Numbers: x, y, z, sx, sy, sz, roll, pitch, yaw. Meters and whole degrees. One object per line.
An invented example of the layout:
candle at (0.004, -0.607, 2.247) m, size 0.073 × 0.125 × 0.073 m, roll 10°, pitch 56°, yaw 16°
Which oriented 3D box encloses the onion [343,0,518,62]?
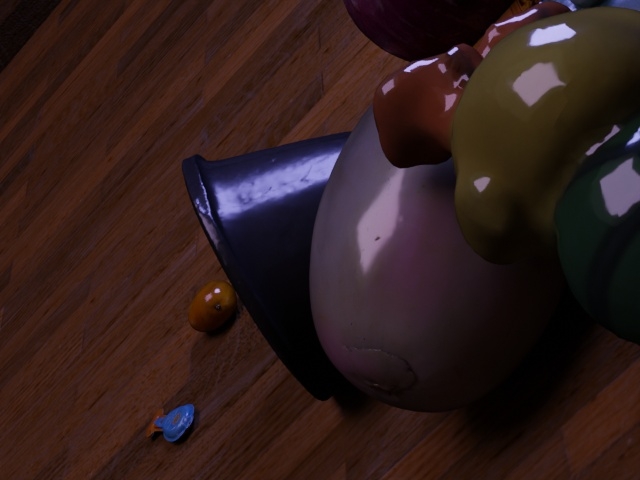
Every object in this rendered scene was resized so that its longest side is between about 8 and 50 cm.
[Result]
onion at (0.136, -0.299, 1.904) m, size 0.230 × 0.272 × 0.256 m, roll -130°, pitch 43°, yaw -75°

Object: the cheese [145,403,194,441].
cheese at (-0.168, 0.204, 2.111) m, size 0.111 × 0.017 × 0.047 m, roll -9°, pitch 47°, yaw 61°

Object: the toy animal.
toy animal at (0.209, -0.061, 1.352) m, size 0.216 × 0.191 × 0.338 m, roll -28°, pitch 51°, yaw -24°

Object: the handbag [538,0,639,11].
handbag at (0.324, -0.223, 1.503) m, size 0.269 × 0.100 × 0.274 m, roll -52°, pitch 39°, yaw 6°

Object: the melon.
melon at (0.107, -0.010, 1.578) m, size 0.223 × 0.223 × 0.317 m, roll -20°, pitch 42°, yaw 55°

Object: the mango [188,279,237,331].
mango at (-0.126, 0.077, 2.171) m, size 0.060 × 0.046 × 0.089 m, roll -63°, pitch 11°, yaw -24°

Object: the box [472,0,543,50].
box at (0.242, -0.194, 1.755) m, size 0.274 × 0.076 × 0.174 m, roll -47°, pitch 25°, yaw 20°

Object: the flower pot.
flower pot at (0.000, 0.000, 1.810) m, size 0.166 × 0.269 × 0.269 m, roll -31°, pitch 25°, yaw 4°
